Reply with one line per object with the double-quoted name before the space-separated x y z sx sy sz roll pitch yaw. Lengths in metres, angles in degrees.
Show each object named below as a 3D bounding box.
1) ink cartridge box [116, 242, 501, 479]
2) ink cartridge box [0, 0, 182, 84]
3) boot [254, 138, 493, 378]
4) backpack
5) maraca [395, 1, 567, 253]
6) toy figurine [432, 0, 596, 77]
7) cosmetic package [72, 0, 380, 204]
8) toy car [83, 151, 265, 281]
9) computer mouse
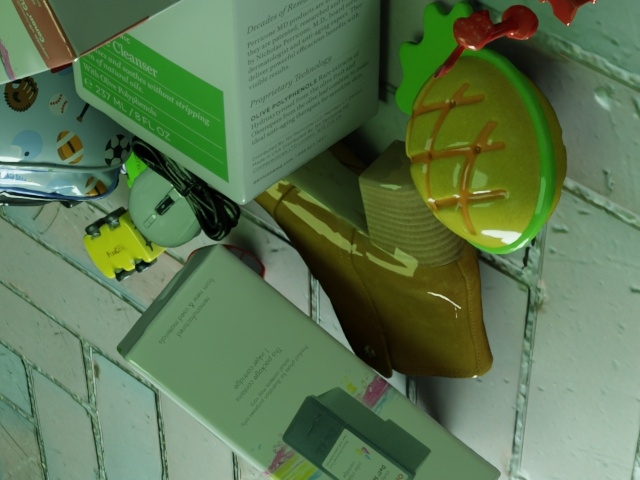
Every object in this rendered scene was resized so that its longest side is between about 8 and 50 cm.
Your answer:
"ink cartridge box" 0.011 0.157 1.454 0.353 0.119 0.207 40 174 -6
"ink cartridge box" -0.177 -0.159 1.206 0.198 0.115 0.067 -6 115 56
"boot" 0.001 0.000 1.433 0.295 0.104 0.211 21 138 38
"backpack" -0.269 -0.162 1.459 0.213 0.276 0.263 -5 85 48
"maraca" 0.104 -0.078 1.243 0.127 0.099 0.185 -52 53 43
"toy figurine" 0.094 -0.294 0.975 0.217 0.191 0.362 45 146 20
"cosmetic package" -0.072 -0.235 1.253 0.197 0.155 0.365 33 144 32
"toy car" -0.134 -0.036 1.609 0.239 0.053 0.225 21 136 38
"computer mouse" -0.123 -0.027 1.471 0.106 0.042 0.193 46 163 0
